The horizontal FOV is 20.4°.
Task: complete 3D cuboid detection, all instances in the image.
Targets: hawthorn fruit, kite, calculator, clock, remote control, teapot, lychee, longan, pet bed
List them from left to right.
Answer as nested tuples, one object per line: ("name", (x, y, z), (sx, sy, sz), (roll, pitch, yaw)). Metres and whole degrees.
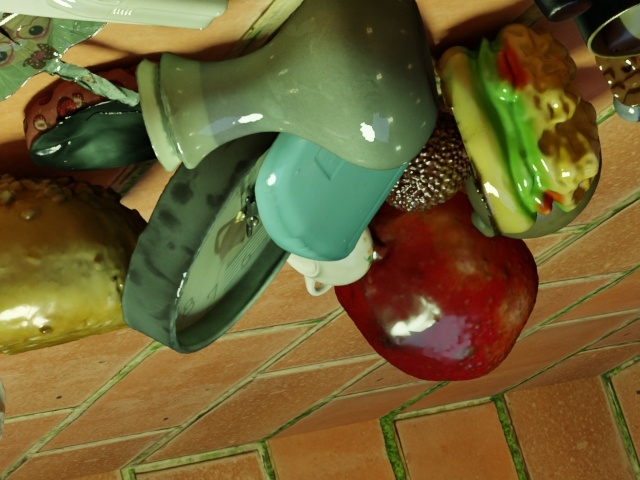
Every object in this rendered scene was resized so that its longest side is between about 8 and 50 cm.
("kite", (-0.243, -0.160, 1.588), (0.229, 0.012, 0.250), (-34, 148, 19))
("remote control", (-0.177, -0.211, 1.475), (0.230, 0.049, 0.090), (0, 155, -44))
("pet bed", (-0.201, -0.121, 1.771), (0.201, 0.053, 0.201), (-16, 166, -4))
("clock", (-0.085, -0.030, 1.832), (0.325, 0.067, 0.325), (-53, 165, -20))
("teapot", (-0.027, -0.135, 1.567), (0.251, 0.183, 0.183), (-13, 166, 8))
("teapot", (0.000, 0.000, 2.234), (0.092, 0.145, 0.226), (-41, 155, -28))
("calculator", (0.031, -0.102, 1.829), (0.256, 0.054, 0.386), (-56, 162, -5))
("lychee", (0.121, -0.096, 2.071), (0.129, 0.123, 0.123), (-15, 166, 13))
("hawthorn fruit", (0.142, 0.048, 2.383), (0.265, 0.265, 0.307), (-24, 142, 26))
("longan", (0.249, -0.083, 2.140), (0.159, 0.185, 0.204), (29, 124, -10))

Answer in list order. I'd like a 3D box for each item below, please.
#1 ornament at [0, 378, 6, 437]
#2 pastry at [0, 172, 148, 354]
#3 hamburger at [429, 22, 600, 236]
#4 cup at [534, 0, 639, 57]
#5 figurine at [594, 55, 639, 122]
("ornament", (-0.528, 0.217, 2.246), (0.259, 0.259, 0.225), (-17, 172, 0))
("pastry", (-0.308, 0.021, 1.906), (0.284, 0.184, 0.315), (-13, 175, 18))
("hamburger", (0.220, -0.126, 1.902), (0.149, 0.237, 0.237), (-21, 165, 7))
("cup", (0.231, -0.256, 1.505), (0.239, 0.177, 0.166), (-13, 165, -12))
("figurine", (0.414, -0.202, 1.895), (0.261, 0.186, 0.382), (-20, 170, 33))
